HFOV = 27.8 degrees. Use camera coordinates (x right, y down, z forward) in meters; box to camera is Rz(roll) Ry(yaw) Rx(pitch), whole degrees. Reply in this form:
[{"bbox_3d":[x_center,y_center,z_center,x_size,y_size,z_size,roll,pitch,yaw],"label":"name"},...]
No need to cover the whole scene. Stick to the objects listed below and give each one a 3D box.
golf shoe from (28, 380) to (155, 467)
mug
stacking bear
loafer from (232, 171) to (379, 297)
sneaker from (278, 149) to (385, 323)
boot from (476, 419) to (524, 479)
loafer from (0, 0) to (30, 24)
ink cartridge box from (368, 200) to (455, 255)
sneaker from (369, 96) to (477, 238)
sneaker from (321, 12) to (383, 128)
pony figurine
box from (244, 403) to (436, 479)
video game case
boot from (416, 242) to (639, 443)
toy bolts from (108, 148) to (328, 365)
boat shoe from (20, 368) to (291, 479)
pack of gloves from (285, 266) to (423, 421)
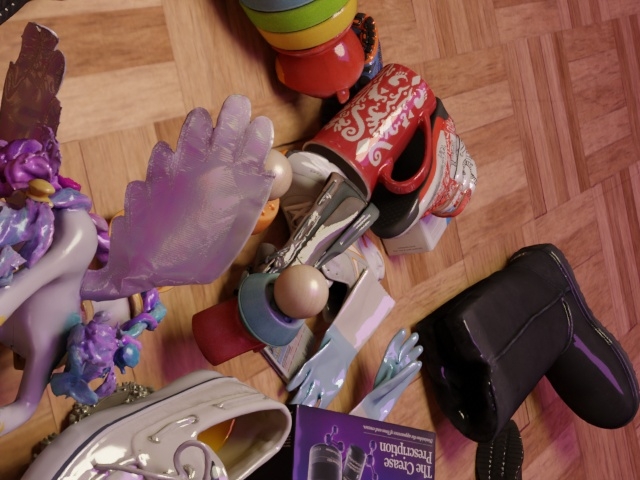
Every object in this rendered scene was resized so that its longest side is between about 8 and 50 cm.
[{"bbox_3d":[-0.229,0.214,1.327,0.176,0.069,0.086,-43,137,-46],"label":"golf shoe"},{"bbox_3d":[0.084,-0.136,1.732,0.150,0.113,0.169,40,69,-1],"label":"mug"},{"bbox_3d":[-0.027,-0.304,1.658,0.175,0.164,0.289,-114,180,-47],"label":"stacking bear"},{"bbox_3d":[-0.043,0.020,1.598,0.267,0.096,0.084,-42,97,-26],"label":"loafer"},{"bbox_3d":[0.000,0.000,1.698,0.262,0.099,0.121,58,44,-32],"label":"sneaker"},{"bbox_3d":[0.306,0.409,2.142,0.137,0.076,0.198,59,34,-57],"label":"boot"},{"bbox_3d":[-0.311,-0.293,1.223,0.366,0.130,0.134,-59,161,-67],"label":"loafer"},{"bbox_3d":[0.125,-0.095,1.927,0.191,0.082,0.140,65,36,-24],"label":"ink cartridge box"},{"bbox_3d":[0.152,-0.066,1.795,0.145,0.090,0.270,55,36,-33],"label":"sneaker"},{"bbox_3d":[0.058,-0.212,1.853,0.087,0.083,0.221,42,54,-63],"label":"sneaker"},{"bbox_3d":[-0.244,0.008,1.185,0.363,0.302,0.351,-26,137,-60],"label":"pony figurine"},{"bbox_3d":[0.025,0.314,1.616,0.261,0.103,0.184,18,71,-43],"label":"box"},{"bbox_3d":[-0.049,0.123,1.668,0.122,0.011,0.087,56,41,-36],"label":"video game case"},{"bbox_3d":[0.351,0.219,2.120,0.367,0.146,0.445,58,29,2],"label":"boot"},{"bbox_3d":[-0.098,0.018,1.417,0.218,0.158,0.228,-23,84,-54],"label":"toy bolts"},{"bbox_3d":[-0.139,0.236,1.259,0.367,0.156,0.136,-22,120,-58],"label":"boat shoe"},{"bbox_3d":[0.059,0.185,1.722,0.232,0.046,0.195,-54,132,-22],"label":"pack of gloves"}]
